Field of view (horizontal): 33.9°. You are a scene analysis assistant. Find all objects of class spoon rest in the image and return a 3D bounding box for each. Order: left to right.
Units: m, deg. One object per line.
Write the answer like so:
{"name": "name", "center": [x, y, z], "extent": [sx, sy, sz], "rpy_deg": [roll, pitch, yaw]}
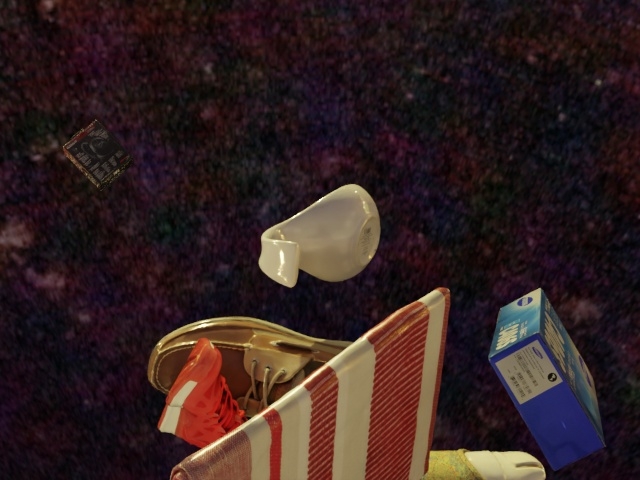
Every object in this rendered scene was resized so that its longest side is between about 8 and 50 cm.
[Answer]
{"name": "spoon rest", "center": [0.000, 0.000, 1.381], "extent": [0.084, 0.137, 0.276], "rpy_deg": [14, 14, 25]}

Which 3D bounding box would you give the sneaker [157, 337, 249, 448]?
{"name": "sneaker", "center": [-0.108, 0.192, 1.211], "extent": [0.128, 0.221, 0.087], "rpy_deg": [28, 64, -1]}

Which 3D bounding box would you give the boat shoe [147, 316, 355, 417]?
{"name": "boat shoe", "center": [-0.053, 0.171, 1.321], "extent": [0.325, 0.116, 0.123], "rpy_deg": [4, 102, -10]}

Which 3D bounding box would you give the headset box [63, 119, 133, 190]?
{"name": "headset box", "center": [-0.310, -0.121, 1.456], "extent": [0.083, 0.032, 0.062], "rpy_deg": [44, 72, 7]}

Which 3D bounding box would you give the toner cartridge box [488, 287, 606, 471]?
{"name": "toner cartridge box", "center": [0.308, 0.176, 1.432], "extent": [0.075, 0.348, 0.165], "rpy_deg": [-29, 90, 14]}

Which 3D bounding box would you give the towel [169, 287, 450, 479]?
{"name": "towel", "center": [-0.001, 0.198, 0.910], "extent": [0.037, 0.237, 0.329], "rpy_deg": [27, 39, 31]}

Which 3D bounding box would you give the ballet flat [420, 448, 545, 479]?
{"name": "ballet flat", "center": [0.235, 0.304, 1.173], "extent": [0.349, 0.123, 0.123], "rpy_deg": [37, 61, -16]}
